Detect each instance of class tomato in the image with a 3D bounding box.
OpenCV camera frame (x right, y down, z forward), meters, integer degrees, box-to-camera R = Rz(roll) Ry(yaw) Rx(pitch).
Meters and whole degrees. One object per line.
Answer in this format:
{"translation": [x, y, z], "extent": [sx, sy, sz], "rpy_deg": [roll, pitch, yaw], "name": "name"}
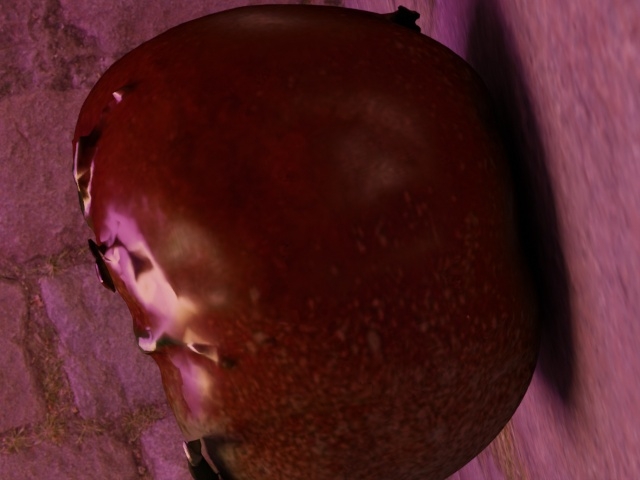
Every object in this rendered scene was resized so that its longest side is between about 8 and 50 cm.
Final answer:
{"translation": [0.000, 0.000, 0.571], "extent": [0.303, 0.239, 0.303], "rpy_deg": [156, 90, -86], "name": "tomato"}
